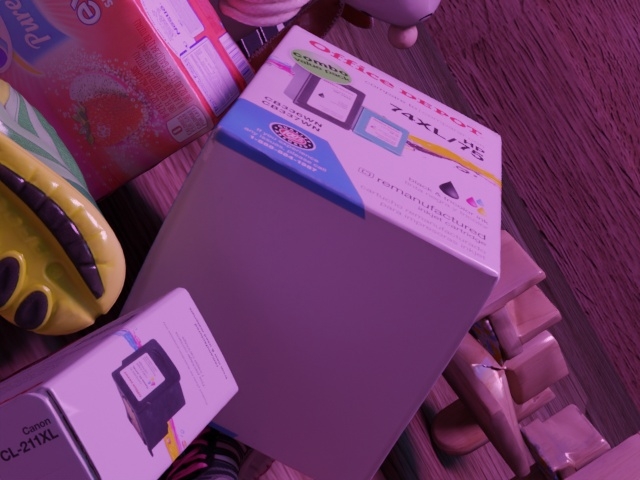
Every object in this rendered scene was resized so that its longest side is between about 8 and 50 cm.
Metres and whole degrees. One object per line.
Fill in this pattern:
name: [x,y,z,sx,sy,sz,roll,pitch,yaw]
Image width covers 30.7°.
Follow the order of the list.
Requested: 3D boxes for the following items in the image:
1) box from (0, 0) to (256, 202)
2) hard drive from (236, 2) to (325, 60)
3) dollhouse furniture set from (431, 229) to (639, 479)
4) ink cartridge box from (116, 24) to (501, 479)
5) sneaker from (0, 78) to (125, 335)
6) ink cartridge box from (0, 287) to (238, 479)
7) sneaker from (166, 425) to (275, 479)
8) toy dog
box: [-0.195,-0.191,0.861,0.300,0.142,0.154,56,18,-13]
hard drive: [-0.088,-0.275,1.316,0.339,0.064,0.237,67,24,-9]
dollhouse furniture set: [0.141,0.197,1.107,0.394,0.256,0.362,55,-4,46]
ink cartridge box: [0.000,0.000,0.845,0.198,0.197,0.270,28,25,-4]
sneaker: [-0.227,-0.068,0.701,0.295,0.109,0.123,57,-7,-3]
ink cartridge box: [-0.136,0.102,0.610,0.072,0.127,0.175,62,19,-5]
sneaker: [-0.084,0.149,0.791,0.075,0.063,0.170,57,17,0]
toy dog: [-0.053,-0.200,1.086,0.334,0.220,0.161,26,-47,45]
